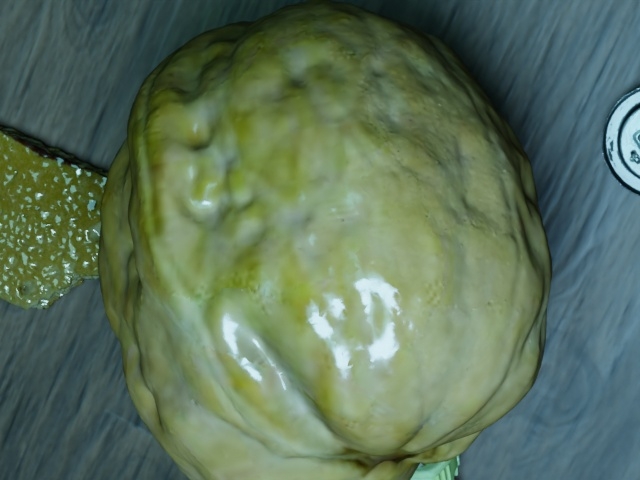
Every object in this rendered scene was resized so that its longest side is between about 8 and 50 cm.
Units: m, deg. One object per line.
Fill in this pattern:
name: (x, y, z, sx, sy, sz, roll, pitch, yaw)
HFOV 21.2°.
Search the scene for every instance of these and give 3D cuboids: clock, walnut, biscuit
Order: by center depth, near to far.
walnut: (-0.003, 0.000, 1.153, 0.306, 0.306, 0.344, -24, 58, 18)
clock: (0.242, -0.070, 1.216, 0.085, 0.017, 0.085, 3, 100, 16)
biscuit: (-0.233, -0.015, 1.356, 0.237, 0.026, 0.131, 24, 107, 10)

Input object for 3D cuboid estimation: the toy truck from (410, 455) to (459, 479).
toy truck: (0.026, 0.173, 1.291, 0.169, 0.077, 0.100, -9, 110, 14)
